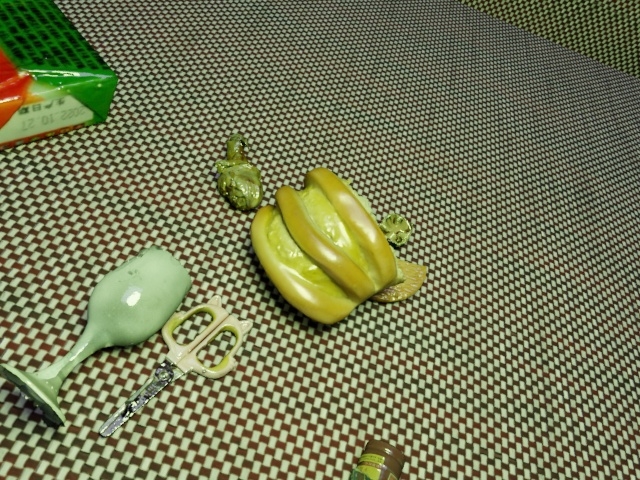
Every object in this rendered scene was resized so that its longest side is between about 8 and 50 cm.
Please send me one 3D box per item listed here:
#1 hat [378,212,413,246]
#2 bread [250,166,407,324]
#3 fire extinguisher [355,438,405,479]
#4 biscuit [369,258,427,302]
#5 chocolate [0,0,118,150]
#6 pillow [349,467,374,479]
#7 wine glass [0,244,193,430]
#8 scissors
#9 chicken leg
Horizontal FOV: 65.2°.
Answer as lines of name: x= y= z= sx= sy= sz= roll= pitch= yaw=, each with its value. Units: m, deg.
hat: x=0.182 y=-0.021 z=1.219 sx=0.077 sy=0.059 sz=0.076 roll=36 pitch=84 yaw=21
bread: x=0.000 y=0.000 z=1.020 sx=0.270 sy=0.211 sz=0.316 roll=-24 pitch=60 yaw=-16
fire extinguisher: x=0.077 y=0.456 z=0.798 sx=0.106 sy=0.075 sz=0.252 roll=24 pitch=48 yaw=11
biscuit: x=0.129 y=0.076 z=1.138 sx=0.224 sy=0.033 sz=0.145 roll=17 pitch=53 yaw=-2
chocolate: x=-0.687 y=-0.375 z=1.094 sx=0.341 sy=0.161 sz=0.360 roll=-30 pitch=68 yaw=-35
pillow: x=0.103 y=0.476 z=0.738 sx=0.256 sy=0.034 sz=0.189 roll=49 pitch=38 yaw=-31
wine glass: x=-0.357 y=0.146 z=0.836 sx=0.143 sy=0.143 sz=0.321 roll=36 pitch=50 yaw=8
scissors: x=-0.257 y=0.222 z=0.888 sx=0.160 sy=0.024 sz=0.317 roll=38 pitch=51 yaw=10
chicken leg: x=-0.195 y=-0.165 z=1.168 sx=0.103 sy=0.088 sz=0.228 roll=-12 pitch=62 yaw=-12
